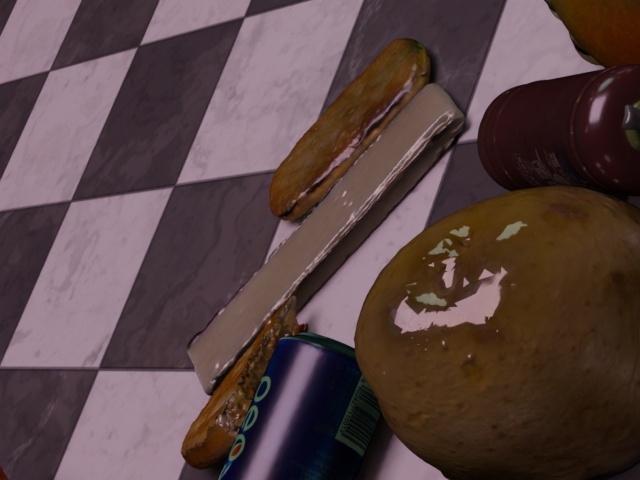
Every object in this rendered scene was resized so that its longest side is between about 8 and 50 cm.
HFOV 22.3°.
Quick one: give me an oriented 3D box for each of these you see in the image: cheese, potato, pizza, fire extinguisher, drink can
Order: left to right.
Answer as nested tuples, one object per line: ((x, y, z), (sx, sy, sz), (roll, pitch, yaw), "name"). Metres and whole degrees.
((-0.062, 0.145, 1.613), (0.199, 0.062, 0.188), (-57, 8, -18), "pizza")
((-0.021, 0.192, 1.470), (0.118, 0.118, 0.205), (2, 63, 53), "drink can")
((0.002, 0.002, 1.686), (0.400, 0.034, 0.085), (-49, 38, 12), "cheese")
((0.147, 0.067, 1.252), (0.285, 0.242, 0.243), (-23, 44, 25), "potato")
((0.245, -0.083, 1.308), (0.344, 0.138, 0.102), (-174, 98, -75), "fire extinguisher")

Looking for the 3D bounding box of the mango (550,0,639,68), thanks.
((0.292, -0.185, 1.327), (0.129, 0.146, 0.289), (-38, 43, -24), "mango")

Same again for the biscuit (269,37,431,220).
((0.030, -0.119, 1.758), (0.247, 0.029, 0.118), (-46, 27, 17), "biscuit")

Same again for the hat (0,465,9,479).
((-0.437, 0.427, 1.719), (0.285, 0.285, 0.400), (-38, 51, 27), "hat")

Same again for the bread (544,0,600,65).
((0.297, -0.267, 1.510), (0.207, 0.056, 0.287), (-22, 45, 37), "bread")
